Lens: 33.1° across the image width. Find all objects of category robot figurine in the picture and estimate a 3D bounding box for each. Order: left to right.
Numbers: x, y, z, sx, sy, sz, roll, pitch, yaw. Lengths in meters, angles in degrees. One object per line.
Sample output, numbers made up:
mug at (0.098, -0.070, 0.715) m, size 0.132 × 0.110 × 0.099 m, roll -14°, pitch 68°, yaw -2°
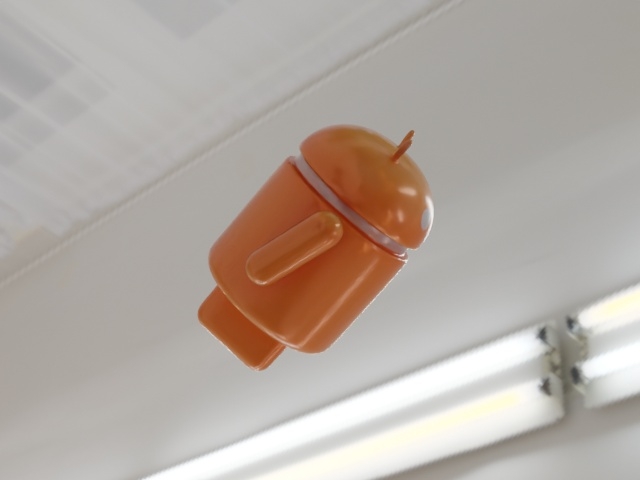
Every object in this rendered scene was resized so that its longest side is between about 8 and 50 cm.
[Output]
robot figurine at (0.000, 0.001, 0.841) m, size 0.219 × 0.158 × 0.128 m, roll -49°, pitch -132°, yaw 12°
